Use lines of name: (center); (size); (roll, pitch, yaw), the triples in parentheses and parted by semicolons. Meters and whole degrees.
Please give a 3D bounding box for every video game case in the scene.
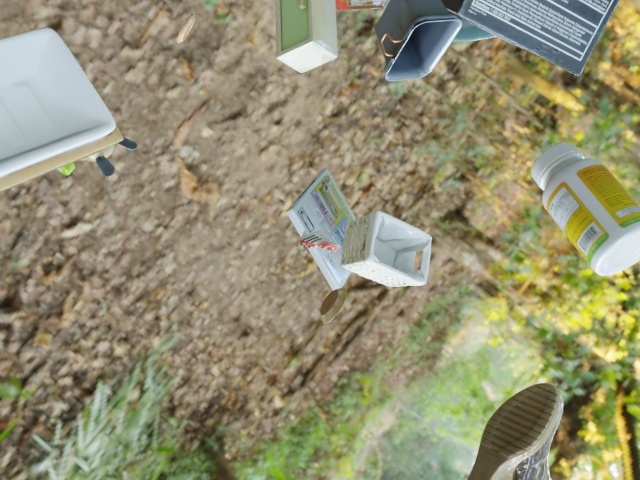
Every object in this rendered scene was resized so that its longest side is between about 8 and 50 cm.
video game case: (0.021, -0.026, 1.946); (0.023, 0.212, 0.193); (-18, -158, 35)

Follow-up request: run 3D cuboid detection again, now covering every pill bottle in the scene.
pill bottle: (0.505, -0.067, 1.660); (0.136, 0.245, 0.136); (-20, 146, -14)

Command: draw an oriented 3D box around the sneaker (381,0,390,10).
sneaker: (0.136, -0.510, 1.762); (0.108, 0.169, 0.292); (-14, 105, -43)

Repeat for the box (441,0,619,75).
box: (0.377, -0.492, 1.543); (0.294, 0.296, 0.182); (-63, -149, 16)

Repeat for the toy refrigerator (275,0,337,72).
toy refrigerator: (-0.035, -0.508, 1.883); (0.102, 0.269, 0.094); (-16, 156, 36)

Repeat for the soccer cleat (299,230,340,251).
soccer cleat: (0.000, 0.000, 1.683); (0.029, 0.083, 0.035); (45, 56, -62)

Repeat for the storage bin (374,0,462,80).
storage bin: (0.130, -0.314, 1.311); (0.098, 0.091, 0.135); (-11, 155, -25)

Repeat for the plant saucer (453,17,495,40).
plant saucer: (0.392, -0.544, 2.040); (0.317, 0.318, 0.043); (-45, 130, -38)

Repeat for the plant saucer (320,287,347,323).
plant saucer: (0.023, 0.129, 1.794); (0.083, 0.015, 0.083); (-48, -160, 24)

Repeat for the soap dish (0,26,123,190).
soap dish: (-0.489, -0.190, 1.366); (0.291, 0.228, 0.118); (-31, 175, -39)

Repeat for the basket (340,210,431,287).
basket: (0.133, 0.022, 1.817); (0.103, 0.167, 0.113); (-12, -118, 48)

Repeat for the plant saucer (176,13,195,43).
plant saucer: (-0.340, -0.536, 2.242); (0.083, 0.013, 0.083); (-58, -174, 10)

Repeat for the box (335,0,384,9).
box: (0.097, -0.634, 2.020); (0.057, 0.293, 0.200); (-28, 115, -28)

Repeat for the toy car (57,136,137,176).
toy car: (-0.502, -0.212, 1.970); (0.155, 0.188, 0.149); (-56, 156, -18)

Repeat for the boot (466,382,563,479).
boot: (0.314, 0.345, 1.332); (0.207, 0.090, 0.248); (35, 89, -42)
